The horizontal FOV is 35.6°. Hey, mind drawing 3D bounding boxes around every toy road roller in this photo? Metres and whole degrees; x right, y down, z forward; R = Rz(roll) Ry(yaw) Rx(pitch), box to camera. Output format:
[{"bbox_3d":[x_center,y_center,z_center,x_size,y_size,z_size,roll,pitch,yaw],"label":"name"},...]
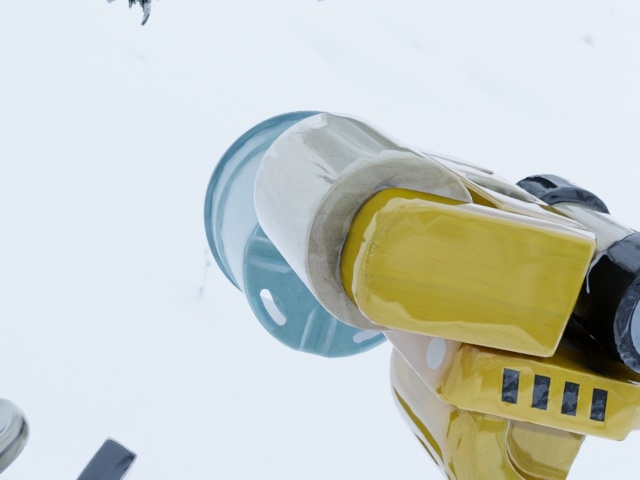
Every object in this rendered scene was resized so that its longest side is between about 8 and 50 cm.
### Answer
[{"bbox_3d":[0.101,0.066,0.717,0.330,0.240,0.202,15,14,-22],"label":"toy road roller"}]

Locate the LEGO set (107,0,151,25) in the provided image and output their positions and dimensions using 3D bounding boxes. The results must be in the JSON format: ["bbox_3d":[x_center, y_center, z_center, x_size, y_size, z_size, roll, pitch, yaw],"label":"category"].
[{"bbox_3d":[-0.133,-0.195,0.748,0.023,0.054,0.083,-4,47,20],"label":"LEGO set"}]

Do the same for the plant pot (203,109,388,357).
[{"bbox_3d":[0.000,0.000,1.475,0.341,0.341,0.334,25,11,-14],"label":"plant pot"}]

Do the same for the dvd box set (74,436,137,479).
[{"bbox_3d":[-0.419,0.523,1.556,0.062,0.420,0.307,31,49,3],"label":"dvd box set"}]

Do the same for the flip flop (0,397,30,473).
[{"bbox_3d":[-0.294,0.157,0.679,0.080,0.112,0.277,62,17,-4],"label":"flip flop"}]
